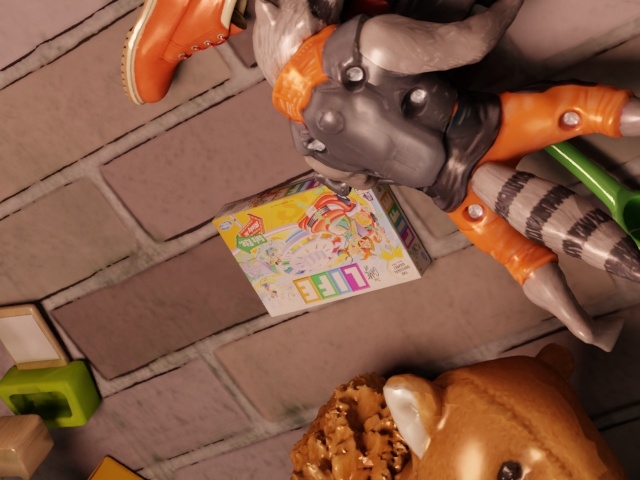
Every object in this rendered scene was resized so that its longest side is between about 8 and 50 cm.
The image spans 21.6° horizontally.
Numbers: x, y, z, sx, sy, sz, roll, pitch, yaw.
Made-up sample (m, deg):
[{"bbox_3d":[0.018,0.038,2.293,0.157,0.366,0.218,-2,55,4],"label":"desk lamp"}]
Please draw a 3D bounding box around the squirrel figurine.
[{"bbox_3d":[0.074,0.243,1.285,0.397,0.281,0.370,30,121,48],"label":"squirrel figurine"}]

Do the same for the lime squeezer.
[{"bbox_3d":[0.244,0.010,1.264,0.310,0.059,0.110,57,159,-20],"label":"lime squeezer"}]

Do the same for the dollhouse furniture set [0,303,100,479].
[{"bbox_3d":[-0.364,0.192,1.504,0.197,0.301,0.151,-7,123,32],"label":"dollhouse furniture set"}]

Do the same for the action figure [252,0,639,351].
[{"bbox_3d":[0.104,-0.110,1.144,0.330,0.178,0.341,26,126,9],"label":"action figure"}]

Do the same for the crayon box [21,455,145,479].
[{"bbox_3d":[-0.172,0.352,1.675,0.323,0.083,0.203,33,131,-1],"label":"crayon box"}]

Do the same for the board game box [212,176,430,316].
[{"bbox_3d":[0.000,0.000,1.375,0.154,0.026,0.103,-17,115,33],"label":"board game box"}]

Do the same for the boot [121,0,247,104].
[{"bbox_3d":[-0.103,-0.159,1.291,0.084,0.059,0.158,23,129,2],"label":"boot"}]
